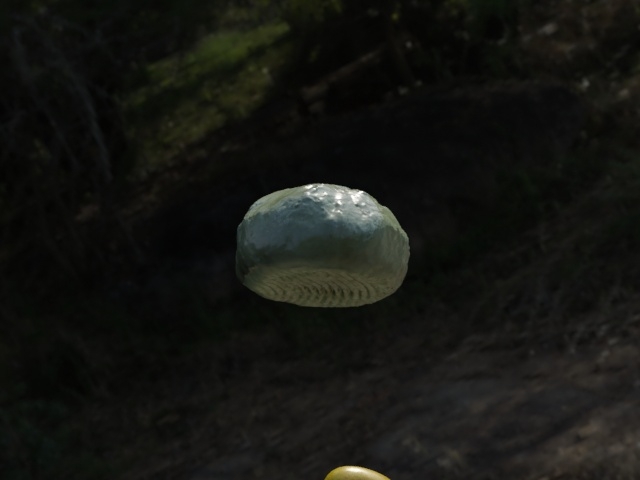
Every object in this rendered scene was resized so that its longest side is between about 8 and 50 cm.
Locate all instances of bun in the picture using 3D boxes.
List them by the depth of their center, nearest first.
[{"bbox_3d":[0.000,0.000,1.333,0.196,0.118,0.195,3,-14,1],"label":"bun"}]

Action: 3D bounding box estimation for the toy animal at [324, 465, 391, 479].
[{"bbox_3d":[0.020,0.178,0.700,0.114,0.091,0.082,-12,6,-7],"label":"toy animal"}]
